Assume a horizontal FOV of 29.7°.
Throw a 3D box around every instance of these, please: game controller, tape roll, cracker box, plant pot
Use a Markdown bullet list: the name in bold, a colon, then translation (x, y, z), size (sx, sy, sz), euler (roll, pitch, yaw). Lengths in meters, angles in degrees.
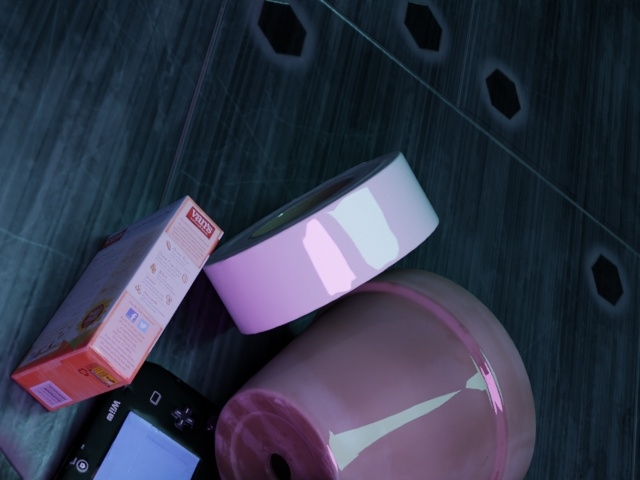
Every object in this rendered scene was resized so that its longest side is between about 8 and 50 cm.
- **game controller**: translation (-0.210, 0.284, 1.308), size (0.166, 0.067, 0.319), euler (44, 47, -22)
- **tape roll**: translation (0.000, 0.000, 1.476), size (0.286, 0.286, 0.100), euler (-38, 100, -46)
- **cracker box**: translation (-0.220, 0.068, 1.322), size (0.067, 0.155, 0.232), euler (46, 47, -21)
- **plant pot**: translation (0.041, 0.221, 1.397), size (0.280, 0.323, 0.323), euler (-19, 87, -46)
